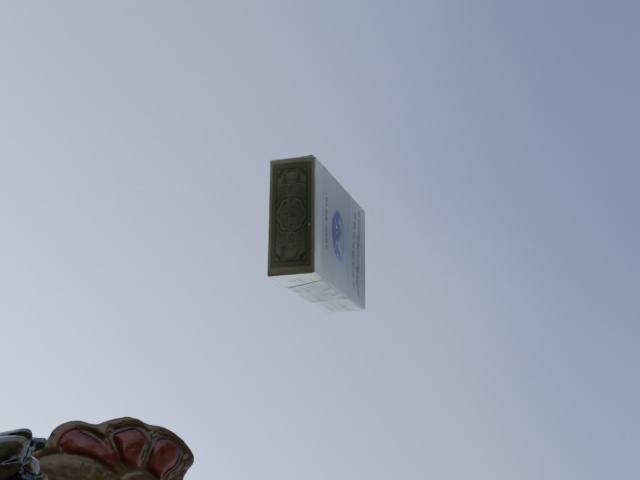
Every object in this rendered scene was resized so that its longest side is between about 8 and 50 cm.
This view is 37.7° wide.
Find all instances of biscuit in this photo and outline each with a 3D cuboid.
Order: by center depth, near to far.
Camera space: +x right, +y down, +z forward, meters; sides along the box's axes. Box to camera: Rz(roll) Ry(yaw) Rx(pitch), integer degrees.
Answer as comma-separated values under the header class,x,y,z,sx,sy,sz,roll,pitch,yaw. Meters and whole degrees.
class,x,y,z,sx,sy,sz,roll,pitch,yaw
biscuit,-0.322,0.454,1.467,0.381,0.359,0.074,12,-27,-19

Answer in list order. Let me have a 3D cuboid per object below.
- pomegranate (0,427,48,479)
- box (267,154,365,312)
class,x,y,z,sx,sy,sz,roll,pitch,yaw
pomegranate,-0.491,0.311,1.143,0.341,0.285,0.285,-21,-70,3
box,-0.001,0.000,1.339,0.069,0.256,0.164,-5,-107,17
